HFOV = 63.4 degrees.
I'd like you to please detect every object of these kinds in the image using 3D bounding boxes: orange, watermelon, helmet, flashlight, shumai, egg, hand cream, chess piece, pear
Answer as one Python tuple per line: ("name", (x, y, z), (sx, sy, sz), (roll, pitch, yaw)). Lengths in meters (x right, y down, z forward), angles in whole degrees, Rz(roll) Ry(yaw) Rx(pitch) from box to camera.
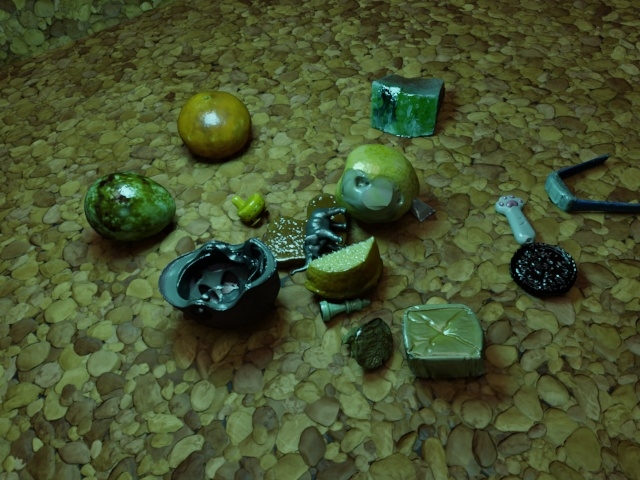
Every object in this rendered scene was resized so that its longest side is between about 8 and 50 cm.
("orange", (-0.407, -0.447, 1.986), (0.284, 0.226, 0.284), (-1, 45, 1))
("watermelon", (0.341, -0.558, 2.020), (0.264, 0.151, 0.302), (13, 54, 18))
("helmet", (-0.272, 0.142, 1.504), (0.338, 0.197, 0.271), (-13, 41, 7))
("flashlight", (0.626, -0.069, 1.650), (0.093, 0.047, 0.200), (-9, 50, 0))
("shumai", (0.136, 0.278, 1.421), (0.139, 0.105, 0.123), (-39, 100, -11))
("egg", (-0.634, -0.111, 1.732), (0.289, 0.238, 0.238), (0, 50, -4))
("hand cream", (0.293, -0.145, 1.766), (0.067, 0.043, 0.209), (-35, 60, -18))
("chess piece", (0.073, 0.192, 1.509), (0.149, 0.059, 0.059), (-12, 50, -8))
("pear", (0.182, -0.175, 1.667), (0.271, 0.271, 0.271), (-4, 51, 5))

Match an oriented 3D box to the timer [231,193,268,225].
("timer", (-0.245, -0.119, 1.768), (0.107, 0.109, 0.107), (-39, 20, 17))

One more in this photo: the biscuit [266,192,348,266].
("biscuit", (-0.047, -0.034, 1.705), (0.277, 0.052, 0.262), (-11, 53, -3))

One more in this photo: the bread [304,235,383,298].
("bread", (0.087, 0.097, 1.518), (0.260, 0.129, 0.134), (-22, 35, -15))

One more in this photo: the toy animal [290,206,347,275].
("toy animal", (0.009, 0.004, 1.593), (0.137, 0.082, 0.269), (9, 59, 14))

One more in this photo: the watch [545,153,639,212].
("watch", (0.901, -0.150, 1.678), (0.274, 0.068, 0.276), (-16, 50, -12))

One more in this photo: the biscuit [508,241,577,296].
("biscuit", (0.651, 0.083, 1.519), (0.194, 0.053, 0.194), (-4, 50, 5))

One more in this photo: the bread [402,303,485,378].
("bread", (0.324, 0.267, 1.378), (0.210, 0.110, 0.192), (-5, 44, 4))
